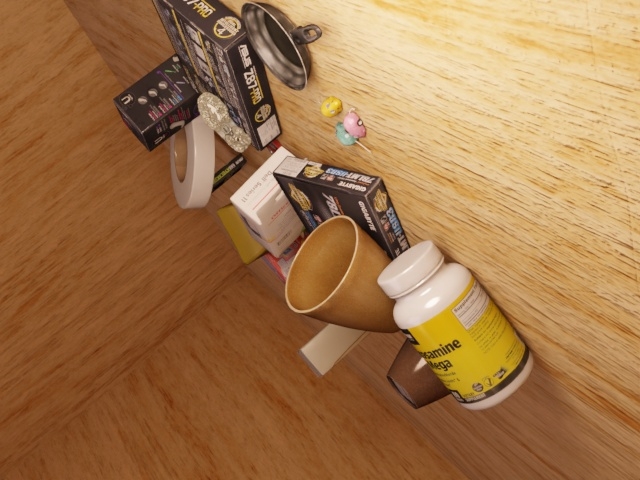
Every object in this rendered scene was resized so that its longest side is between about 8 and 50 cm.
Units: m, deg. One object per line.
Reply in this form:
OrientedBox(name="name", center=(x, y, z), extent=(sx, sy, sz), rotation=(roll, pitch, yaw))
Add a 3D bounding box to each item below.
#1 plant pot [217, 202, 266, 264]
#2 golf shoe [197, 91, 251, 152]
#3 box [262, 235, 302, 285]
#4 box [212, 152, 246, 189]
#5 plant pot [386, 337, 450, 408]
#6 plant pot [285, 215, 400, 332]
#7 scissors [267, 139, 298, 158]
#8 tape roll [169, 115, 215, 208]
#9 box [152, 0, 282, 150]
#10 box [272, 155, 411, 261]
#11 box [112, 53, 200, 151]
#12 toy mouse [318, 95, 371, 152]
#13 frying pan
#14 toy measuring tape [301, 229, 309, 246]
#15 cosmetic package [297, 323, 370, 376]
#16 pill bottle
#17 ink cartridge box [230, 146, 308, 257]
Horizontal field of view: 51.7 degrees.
OrientedBox(name="plant pot", center=(-0.181, -0.069, 2.187), extent=(0.212, 0.212, 0.187), rotation=(62, 152, -4))
OrientedBox(name="golf shoe", center=(-0.254, -0.299, 1.693), extent=(0.176, 0.069, 0.086), rotation=(53, 174, -16))
OrientedBox(name="box", center=(-0.142, 0.040, 2.509), extent=(0.300, 0.154, 0.142), rotation=(50, 167, -3))
OrientedBox(name="box", center=(-0.357, -0.231, 2.393), extent=(0.045, 0.184, 0.190), rotation=(52, 166, -6))
OrientedBox(name="plant pot", center=(0.280, 0.292, 1.609), extent=(0.215, 0.230, 0.215), rotation=(46, 167, 15))
OrientedBox(name="plant pot", center=(0.092, 0.106, 1.500), extent=(0.254, 0.237, 0.237), rotation=(31, 177, -28))
OrientedBox(name="scissors", center=(-0.069, -0.219, 1.825), extent=(0.297, 0.021, 0.109), rotation=(38, 162, 38))
OrientedBox(name="tape roll", center=(-0.443, -0.301, 2.253), extent=(0.392, 0.071, 0.393), rotation=(177, 90, -66))
OrientedBox(name="box", center=(-0.255, -0.439, 1.637), extent=(0.318, 0.097, 0.395), rotation=(42, 166, 24))
OrientedBox(name="box", center=(0.060, -0.056, 1.582), extent=(0.293, 0.073, 0.296), rotation=(21, 152, 40))
OrientedBox(name="box", center=(-0.465, -0.423, 1.999), extent=(0.143, 0.270, 0.165), rotation=(48, 167, 6))
OrientedBox(name="toy mouse", center=(0.053, -0.226, 1.338), extent=(0.143, 0.031, 0.161), rotation=(53, 167, -15))
OrientedBox(name="frying pan", center=(-0.073, -0.396, 1.237), extent=(0.197, 0.053, 0.326), rotation=(49, 166, 1))
OrientedBox(name="toy measuring tape", center=(0.000, 0.000, 2.104), extent=(0.121, 0.121, 0.330), rotation=(54, -171, -20))
OrientedBox(name="cosmetic package", center=(0.078, 0.293, 2.121), extent=(0.113, 0.309, 0.160), rotation=(48, 168, 5))
OrientedBox(name="pill bottle", center=(0.273, 0.171, 1.373), extent=(0.334, 0.188, 0.188), rotation=(51, 167, -7))
OrientedBox(name="ink cartridge box", center=(-0.117, -0.111, 1.797), extent=(0.119, 0.207, 0.353), rotation=(39, 168, 17))
